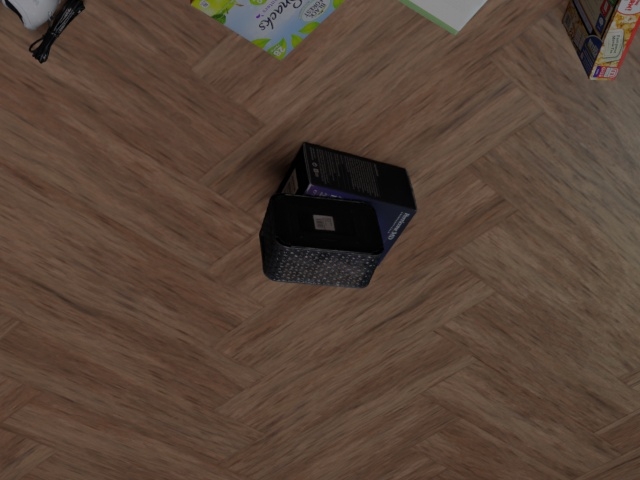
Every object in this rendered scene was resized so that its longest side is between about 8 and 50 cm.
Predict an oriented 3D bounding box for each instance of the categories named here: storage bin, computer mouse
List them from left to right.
[{"bbox_3d":[-0.372,-0.306,1.319,0.106,0.042,0.193,-49,174,-4],"label":"computer mouse"},{"bbox_3d":[0.000,0.000,1.587,0.180,0.122,0.084,6,135,-16],"label":"storage bin"}]

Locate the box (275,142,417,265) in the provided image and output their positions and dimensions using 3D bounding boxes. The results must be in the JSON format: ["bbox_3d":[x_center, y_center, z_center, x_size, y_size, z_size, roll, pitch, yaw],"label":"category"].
[{"bbox_3d":[0.038,-0.059,1.701,0.207,0.108,0.153,12,133,-21],"label":"box"}]

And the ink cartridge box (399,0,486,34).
[{"bbox_3d":[0.201,-0.418,1.382,0.171,0.056,0.235,24,125,-31],"label":"ink cartridge box"}]

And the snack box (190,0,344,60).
[{"bbox_3d":[-0.053,-0.372,1.370,0.207,0.070,0.174,-37,136,29],"label":"snack box"}]

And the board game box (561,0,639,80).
[{"bbox_3d":[0.416,-0.352,1.423,0.045,0.146,0.193,1,137,-10],"label":"board game box"}]
